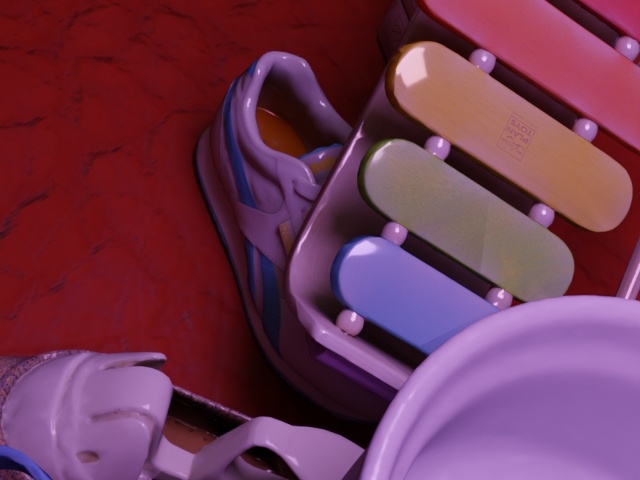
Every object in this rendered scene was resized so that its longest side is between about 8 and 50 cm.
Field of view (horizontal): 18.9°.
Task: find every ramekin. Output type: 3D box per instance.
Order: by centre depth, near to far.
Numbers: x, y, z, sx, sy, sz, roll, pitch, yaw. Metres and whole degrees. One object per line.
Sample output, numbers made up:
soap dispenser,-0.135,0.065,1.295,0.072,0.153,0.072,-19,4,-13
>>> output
ramekin,0.119,0.176,0.861,0.277,0.135,0.277,11,60,-19

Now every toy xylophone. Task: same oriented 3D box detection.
toy xylophone,0.118,-0.049,1.024,0.236,0.081,0.323,22,85,-25

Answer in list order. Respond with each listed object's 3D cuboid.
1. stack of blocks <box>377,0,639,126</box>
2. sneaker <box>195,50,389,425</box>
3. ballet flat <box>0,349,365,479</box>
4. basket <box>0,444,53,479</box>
stack of blocks,0.168,-0.187,1.142,0.171,0.297,0.087,-5,58,-24
sneaker,0.000,0.000,1.078,0.087,0.092,0.229,-15,64,-30
ballet flat,-0.065,0.111,0.964,0.316,0.106,0.108,18,51,-6
basket,-0.192,0.244,0.741,0.289,0.201,0.255,-28,65,0
